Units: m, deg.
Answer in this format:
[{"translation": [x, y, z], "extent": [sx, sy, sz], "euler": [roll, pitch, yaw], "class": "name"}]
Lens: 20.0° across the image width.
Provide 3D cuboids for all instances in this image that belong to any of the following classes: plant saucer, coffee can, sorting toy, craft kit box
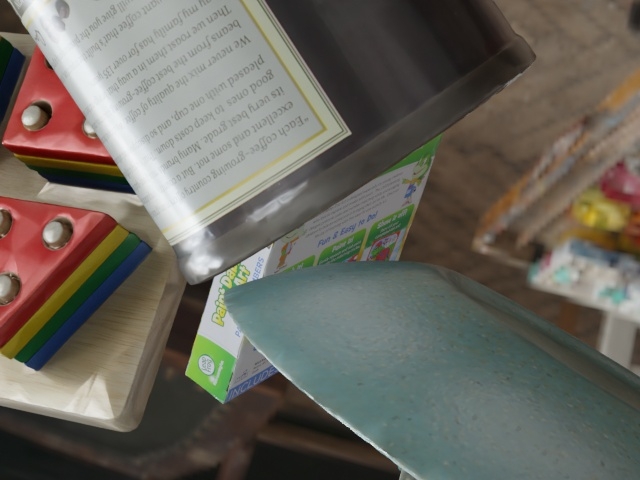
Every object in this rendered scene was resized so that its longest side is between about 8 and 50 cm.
[{"translation": [0.066, 0.050, 0.479], "extent": [0.195, 0.037, 0.195], "euler": [31, -175, -3], "class": "plant saucer"}, {"translation": [-0.054, -0.146, 0.874], "extent": [0.201, 0.201, 0.275], "euler": [-29, 96, 49], "class": "coffee can"}, {"translation": [-0.207, -0.028, 1.188], "extent": [0.257, 0.255, 0.089], "euler": [8, 162, 28], "class": "sorting toy"}, {"translation": [0.000, 0.000, 1.655], "extent": [0.061, 0.250, 0.247], "euler": [37, 126, 21], "class": "craft kit box"}]

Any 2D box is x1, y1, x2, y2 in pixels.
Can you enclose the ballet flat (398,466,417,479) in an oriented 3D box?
[{"translation": [0.089, 0.203, 1.480], "extent": [0.068, 0.213, 0.072], "euler": [21, -175, 18], "class": "ballet flat"}]
